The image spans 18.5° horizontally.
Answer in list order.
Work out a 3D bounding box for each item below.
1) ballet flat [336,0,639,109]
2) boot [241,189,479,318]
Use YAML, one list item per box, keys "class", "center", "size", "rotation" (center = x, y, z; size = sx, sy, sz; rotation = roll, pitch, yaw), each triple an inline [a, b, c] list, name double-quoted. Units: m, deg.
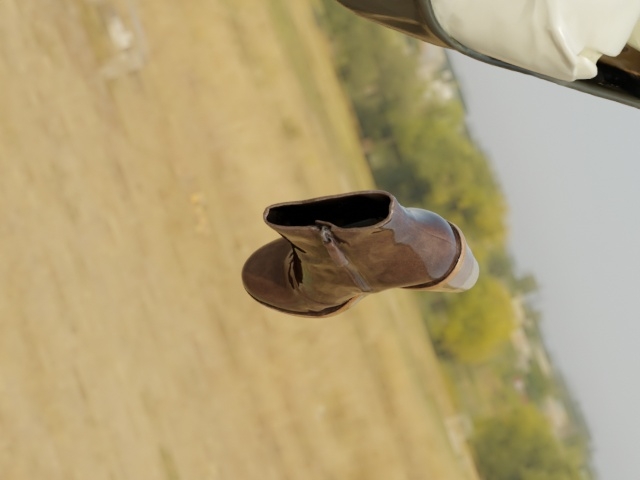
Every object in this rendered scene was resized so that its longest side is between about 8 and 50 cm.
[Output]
- class: "ballet flat"
  center: [0.117, -0.095, 0.743]
  size: [0.095, 0.280, 0.096]
  rotation: [-68, -152, 16]
- class: "boot"
  center: [0.000, 0.000, 1.732]
  size: [0.207, 0.248, 0.090]
  rotation: [32, 59, -56]
